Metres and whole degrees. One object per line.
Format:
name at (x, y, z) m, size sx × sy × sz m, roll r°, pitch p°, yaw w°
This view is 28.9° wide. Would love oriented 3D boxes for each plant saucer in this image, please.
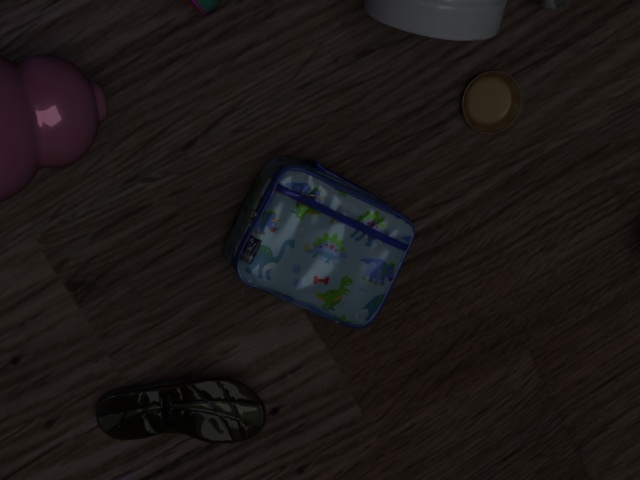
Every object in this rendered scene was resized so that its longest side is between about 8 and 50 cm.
plant saucer at (0.223, -0.183, 1.636) m, size 0.083 × 0.015 × 0.083 m, roll -4°, pitch 107°, yaw -14°

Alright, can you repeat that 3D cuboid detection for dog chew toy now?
dog chew toy at (-0.405, -0.123, 1.395) m, size 0.331 × 0.206 × 0.207 m, roll -14°, pitch 110°, yaw -19°

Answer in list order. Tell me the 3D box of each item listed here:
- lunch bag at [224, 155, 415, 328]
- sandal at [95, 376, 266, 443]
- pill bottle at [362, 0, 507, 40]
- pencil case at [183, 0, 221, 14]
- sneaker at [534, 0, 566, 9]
lunch bag at (0.000, 0.000, 1.593) m, size 0.219 × 0.090 × 0.176 m, roll 27°, pitch 95°, yaw -22°
sandal at (-0.181, 0.221, 1.630) m, size 0.219 × 0.060 × 0.090 m, roll -5°, pitch 102°, yaw 2°
pill bottle at (0.163, -0.428, 1.424) m, size 0.210 × 0.210 × 0.363 m, roll 2°, pitch 117°, yaw -16°
pencil case at (-0.091, -0.376, 1.450) m, size 0.104 × 0.104 × 0.236 m, roll 41°, pitch 92°, yaw -22°
sneaker at (0.353, -0.415, 1.552) m, size 0.115 × 0.105 × 0.281 m, roll 20°, pitch 100°, yaw -20°
